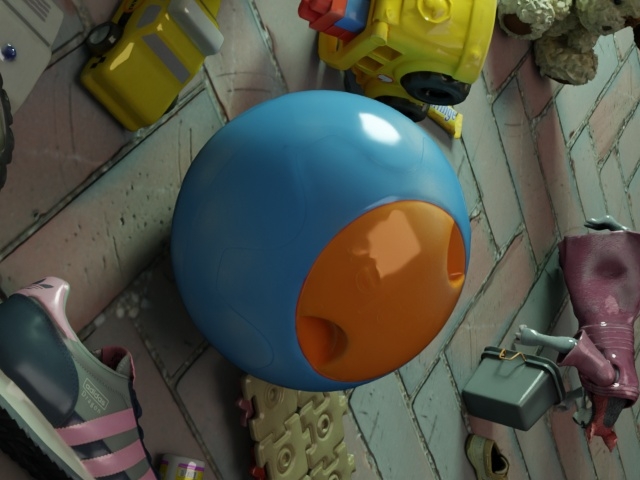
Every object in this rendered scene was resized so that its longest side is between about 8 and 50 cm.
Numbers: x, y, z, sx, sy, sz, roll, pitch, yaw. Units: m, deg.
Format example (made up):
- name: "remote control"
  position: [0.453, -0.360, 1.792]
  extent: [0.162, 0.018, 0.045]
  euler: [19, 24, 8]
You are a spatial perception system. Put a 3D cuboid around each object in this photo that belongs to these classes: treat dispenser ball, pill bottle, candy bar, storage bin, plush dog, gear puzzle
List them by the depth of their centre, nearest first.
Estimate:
- name: "treat dispenser ball"
  position: [0.000, 0.000, 0.967]
  extent: [0.288, 0.288, 0.288]
  euler: [-2, 92, -54]
- name: "pill bottle"
  position: [-0.142, 0.254, 0.984]
  extent: [0.043, 0.043, 0.083]
  euler: [29, 68, -50]
- name: "gear puzzle"
  position: [-0.025, 0.268, 1.153]
  extent: [0.175, 0.044, 0.339]
  euler: [-32, 119, -51]
- name: "candy bar"
  position: [0.159, -0.189, 1.408]
  extent: [0.161, 0.018, 0.040]
  euler: [29, 68, -51]
- name: "storage bin"
  position: [0.281, 0.221, 1.497]
  extent: [0.091, 0.135, 0.098]
  euler: [-42, 124, -33]
- name: "plush dog"
  position: [0.437, -0.390, 1.608]
  extent: [0.262, 0.225, 0.211]
  euler: [33, 65, -49]

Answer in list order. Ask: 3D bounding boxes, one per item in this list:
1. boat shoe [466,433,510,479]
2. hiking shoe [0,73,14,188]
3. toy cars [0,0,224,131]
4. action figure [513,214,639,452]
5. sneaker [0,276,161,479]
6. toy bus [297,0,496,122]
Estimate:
- name: "boat shoe"
  position: [0.266, 0.349, 1.543]
  extent: [0.135, 0.045, 0.050]
  euler: [55, 49, -38]
- name: "hiking shoe"
  position: [-0.293, -0.038, 0.697]
  extent: [0.114, 0.086, 0.227]
  euler: [6, 108, -47]
- name: "toy cars"
  position: [-0.199, -0.171, 0.860]
  extent: [0.393, 0.087, 0.177]
  euler: [-25, 110, -51]
- name: "action figure"
  position: [0.483, 0.166, 1.668]
  extent: [0.248, 0.275, 0.370]
  euler: [37, 48, -55]
- name: "sneaker"
  position: [-0.183, 0.169, 0.870]
  extent: [0.131, 0.112, 0.319]
  euler: [-56, 134, -33]
- name: "toy bus"
  position: [0.068, -0.244, 1.173]
  extent: [0.211, 0.220, 0.150]
  euler: [14, 78, -19]
